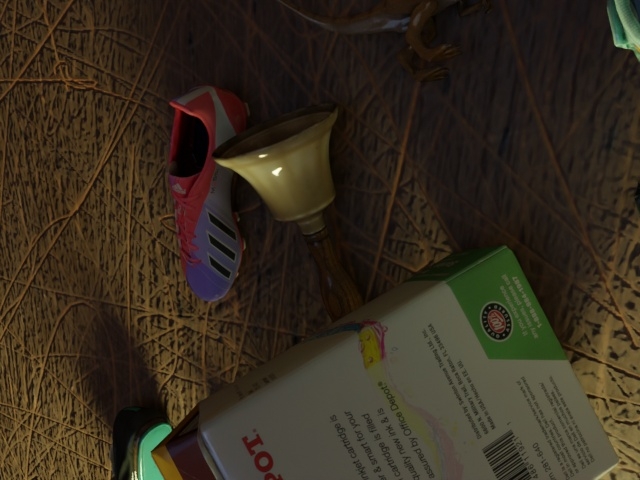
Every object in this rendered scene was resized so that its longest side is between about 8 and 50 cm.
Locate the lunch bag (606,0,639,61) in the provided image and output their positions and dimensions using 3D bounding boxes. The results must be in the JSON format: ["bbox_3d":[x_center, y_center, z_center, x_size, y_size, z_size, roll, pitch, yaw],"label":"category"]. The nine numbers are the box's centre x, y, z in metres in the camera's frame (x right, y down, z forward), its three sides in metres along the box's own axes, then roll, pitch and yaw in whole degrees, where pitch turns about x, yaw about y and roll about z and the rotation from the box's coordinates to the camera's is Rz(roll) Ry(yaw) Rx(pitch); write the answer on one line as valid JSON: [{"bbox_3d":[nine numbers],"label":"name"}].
[{"bbox_3d":[0.295,-0.125,0.306,0.262,0.223,0.160,6,104,30],"label":"lunch bag"}]

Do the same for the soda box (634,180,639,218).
[{"bbox_3d":[0.289,0.032,0.460,0.053,0.060,0.169,-16,98,34],"label":"soda box"}]

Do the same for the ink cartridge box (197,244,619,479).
[{"bbox_3d":[0.065,0.158,0.503,0.201,0.278,0.117,62,167,-2],"label":"ink cartridge box"}]

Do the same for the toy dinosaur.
[{"bbox_3d":[0.073,-0.193,0.517,0.211,0.064,0.112,-18,81,23],"label":"toy dinosaur"}]

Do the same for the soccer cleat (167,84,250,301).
[{"bbox_3d":[-0.130,-0.041,0.652,0.083,0.095,0.248,20,115,24],"label":"soccer cleat"}]

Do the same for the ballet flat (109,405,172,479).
[{"bbox_3d":[-0.259,0.363,0.874,0.096,0.095,0.280,14,103,36],"label":"ballet flat"}]

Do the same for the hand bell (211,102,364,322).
[{"bbox_3d":[0.000,0.000,0.607,0.126,0.126,0.242,-9,115,31],"label":"hand bell"}]

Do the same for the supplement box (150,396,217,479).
[{"bbox_3d":[-0.031,0.241,0.640,0.194,0.129,0.191,-27,92,15],"label":"supplement box"}]
